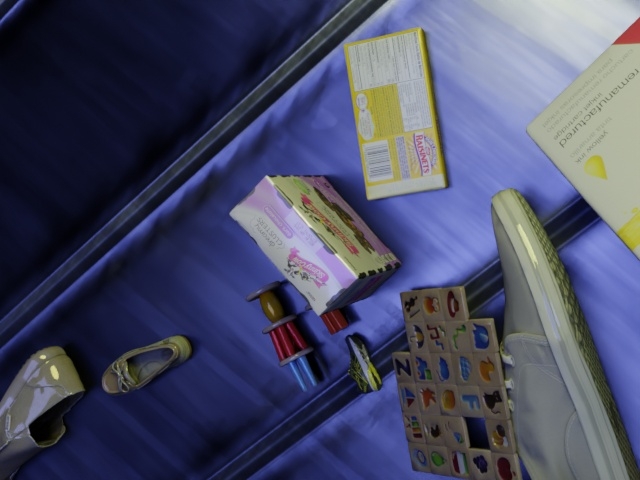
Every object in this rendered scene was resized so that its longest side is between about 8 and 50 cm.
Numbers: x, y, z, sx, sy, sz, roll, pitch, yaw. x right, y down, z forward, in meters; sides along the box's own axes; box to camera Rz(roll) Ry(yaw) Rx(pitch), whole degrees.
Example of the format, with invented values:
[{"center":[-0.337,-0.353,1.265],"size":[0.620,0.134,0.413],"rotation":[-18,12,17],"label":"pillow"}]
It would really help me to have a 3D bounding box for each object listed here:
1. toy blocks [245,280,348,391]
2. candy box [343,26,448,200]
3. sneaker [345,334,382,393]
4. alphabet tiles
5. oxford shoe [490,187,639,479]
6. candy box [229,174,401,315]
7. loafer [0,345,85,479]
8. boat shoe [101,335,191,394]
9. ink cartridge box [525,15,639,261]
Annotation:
[{"center":[-0.016,0.114,1.274],"size":[0.123,0.054,0.148],"rotation":[-30,83,19],"label":"toy blocks"},{"center":[0.096,-0.160,1.232],"size":[0.105,0.027,0.205],"rotation":[-8,91,18],"label":"candy box"},{"center":[0.048,0.165,1.266],"size":[0.035,0.031,0.083],"rotation":[-28,84,20],"label":"sneaker"},{"center":[0.156,0.176,1.180],"size":[0.198,0.009,0.237],"rotation":[-10,90,56],"label":"alphabet tiles"},{"center":[0.263,0.161,1.124],"size":[0.130,0.169,0.449],"rotation":[-17,92,21],"label":"oxford shoe"},{"center":[0.000,0.000,1.186],"size":[0.070,0.196,0.165],"rotation":[-44,79,17],"label":"candy box"},{"center":[-0.436,0.282,1.410],"size":[0.092,0.102,0.268],"rotation":[37,104,20],"label":"loafer"},{"center":[-0.255,0.180,1.367],"size":[0.153,0.048,0.056],"rotation":[-23,85,19],"label":"boat shoe"},{"center":[0.420,-0.075,0.939],"size":[0.279,0.160,0.384],"rotation":[-45,36,15],"label":"ink cartridge box"}]
